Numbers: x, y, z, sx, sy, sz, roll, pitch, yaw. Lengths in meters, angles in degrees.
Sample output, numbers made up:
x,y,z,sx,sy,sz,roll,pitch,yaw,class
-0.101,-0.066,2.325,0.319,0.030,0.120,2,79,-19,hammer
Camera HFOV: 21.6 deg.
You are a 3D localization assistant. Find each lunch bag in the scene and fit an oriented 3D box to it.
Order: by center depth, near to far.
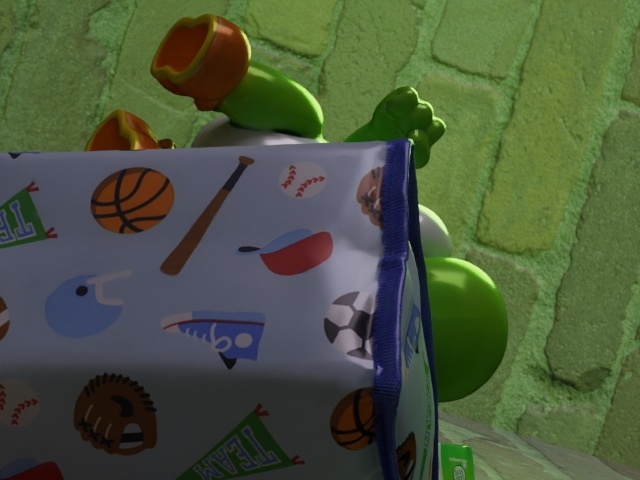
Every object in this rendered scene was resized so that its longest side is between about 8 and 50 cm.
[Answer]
x,y,z,sx,sy,sz,roll,pitch,yaw,class
-0.083,0.137,1.105,0.327,0.239,0.385,1,-38,8,lunch bag

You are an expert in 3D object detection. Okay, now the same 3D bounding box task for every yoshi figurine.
x,y,z,sx,sy,sz,roll,pitch,yaw,class
0.015,0.001,1.236,0.362,0.203,0.203,36,-45,-28,yoshi figurine

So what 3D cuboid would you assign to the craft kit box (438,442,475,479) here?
x,y,z,sx,sy,sz,roll,pitch,yaw,class
-0.024,0.227,1.589,0.249,0.061,0.246,-16,-17,37,craft kit box
